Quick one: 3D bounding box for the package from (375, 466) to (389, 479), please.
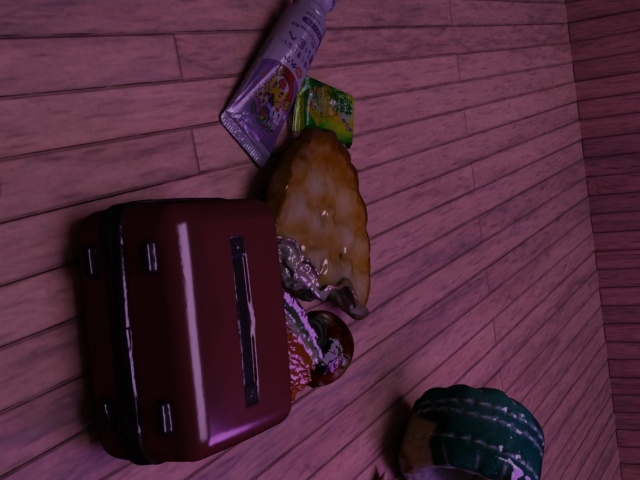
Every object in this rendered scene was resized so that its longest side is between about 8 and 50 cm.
[{"bbox_3d":[0.100,0.439,1.558,0.083,0.029,0.059,-32,122,-44],"label":"package"}]

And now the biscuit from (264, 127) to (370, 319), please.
[{"bbox_3d":[0.000,0.000,1.406,0.329,0.078,0.335,-54,131,-51],"label":"biscuit"}]

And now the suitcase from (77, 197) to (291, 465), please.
[{"bbox_3d":[-0.152,0.097,1.052,0.236,0.161,0.297,-9,93,-60],"label":"suitcase"}]

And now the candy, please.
[{"bbox_3d":[0.006,-0.213,1.476,0.178,0.032,0.102,10,78,-58],"label":"candy"}]

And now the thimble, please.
[{"bbox_3d":[0.280,0.395,1.643,0.288,0.254,0.167,56,43,-41],"label":"thimble"}]

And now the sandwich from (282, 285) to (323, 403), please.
[{"bbox_3d":[-0.087,0.139,1.224,0.160,0.109,0.185,-54,136,-20],"label":"sandwich"}]

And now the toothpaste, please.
[{"bbox_3d":[-0.058,-0.261,1.351,0.114,0.073,0.299,50,54,-44],"label":"toothpaste"}]

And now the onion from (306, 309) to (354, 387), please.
[{"bbox_3d":[-0.004,0.165,1.350,0.117,0.118,0.118,-49,136,-6],"label":"onion"}]
